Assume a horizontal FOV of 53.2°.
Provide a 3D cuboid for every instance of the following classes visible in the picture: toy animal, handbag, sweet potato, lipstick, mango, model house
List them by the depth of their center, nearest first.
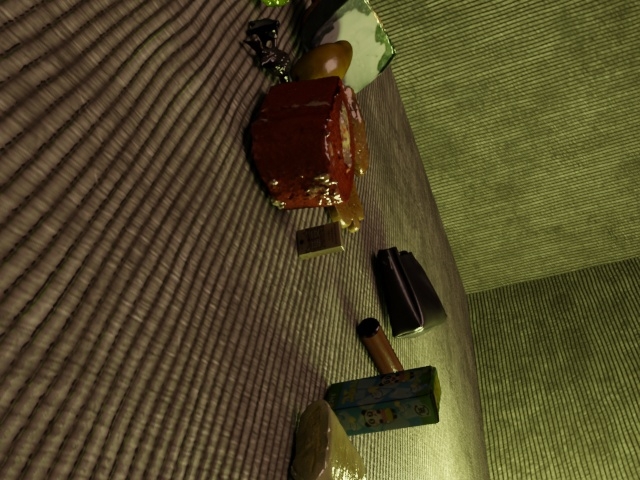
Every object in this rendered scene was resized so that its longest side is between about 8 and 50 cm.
[{"bbox_3d":[-0.091,-0.349,1.239,0.202,0.070,0.105,57,35,-58],"label":"toy animal"},{"bbox_3d":[0.011,-0.385,1.433,0.099,0.136,0.227,36,39,1],"label":"mango"},{"bbox_3d":[0.169,0.309,1.504,0.057,0.057,0.357,-85,154,-48],"label":"lipstick"},{"bbox_3d":[0.072,-0.282,1.617,0.097,0.097,0.252,-62,133,-66],"label":"sweet potato"},{"bbox_3d":[0.020,-0.559,1.629,0.271,0.190,0.301,36,18,-56],"label":"model house"},{"bbox_3d":[0.245,0.143,1.796,0.285,0.113,0.257,6,65,-65],"label":"handbag"}]

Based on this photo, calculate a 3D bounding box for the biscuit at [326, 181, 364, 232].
[{"bbox_3d":[0.047,-0.094,1.488,0.225,0.036,0.166,-31,105,-70],"label":"biscuit"}]

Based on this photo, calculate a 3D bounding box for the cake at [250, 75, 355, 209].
[{"bbox_3d":[-0.022,-0.171,1.146,0.283,0.150,0.177,-81,164,-53],"label":"cake"}]

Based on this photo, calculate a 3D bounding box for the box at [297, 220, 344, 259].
[{"bbox_3d":[0.000,0.000,1.170,0.024,0.083,0.053,57,24,-59],"label":"box"}]

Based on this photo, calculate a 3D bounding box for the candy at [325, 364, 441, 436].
[{"bbox_3d":[0.105,0.274,1.086,0.097,0.194,0.062,-58,132,-68],"label":"candy"}]

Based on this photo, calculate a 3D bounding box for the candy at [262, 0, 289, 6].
[{"bbox_3d":[-0.119,-0.535,1.229,0.209,0.096,0.097,27,51,-65],"label":"candy"}]

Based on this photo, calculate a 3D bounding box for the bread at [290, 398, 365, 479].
[{"bbox_3d":[0.017,0.349,0.973,0.139,0.060,0.178,-82,152,-50],"label":"bread"}]
